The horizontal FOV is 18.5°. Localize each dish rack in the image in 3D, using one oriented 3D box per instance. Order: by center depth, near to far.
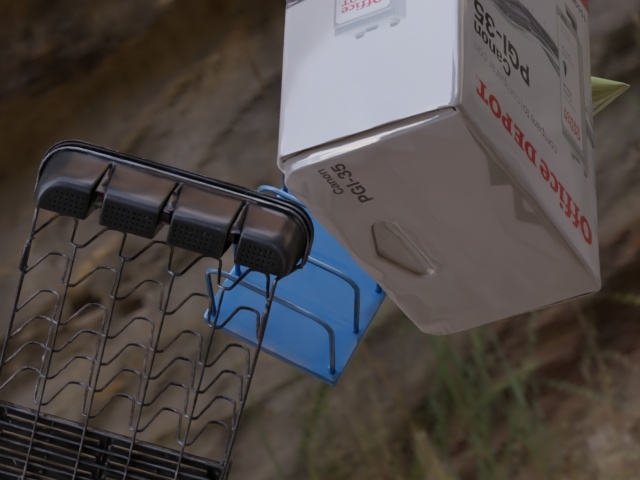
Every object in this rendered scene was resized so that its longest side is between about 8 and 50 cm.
[{"bbox_3d":[-0.137,0.081,1.449,0.208,0.271,0.074,16,20,2],"label":"dish rack"}]

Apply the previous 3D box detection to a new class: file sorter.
[{"bbox_3d":[0.000,0.000,1.521,0.170,0.118,0.104,-59,-13,-23],"label":"file sorter"}]

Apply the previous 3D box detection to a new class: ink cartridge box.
[{"bbox_3d":[0.076,-0.116,1.179,0.117,0.207,0.283,-16,51,25],"label":"ink cartridge box"}]

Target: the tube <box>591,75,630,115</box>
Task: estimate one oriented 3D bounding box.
[{"bbox_3d":[0.149,-0.121,1.623,0.240,0.062,0.070,8,4,-42],"label":"tube"}]
